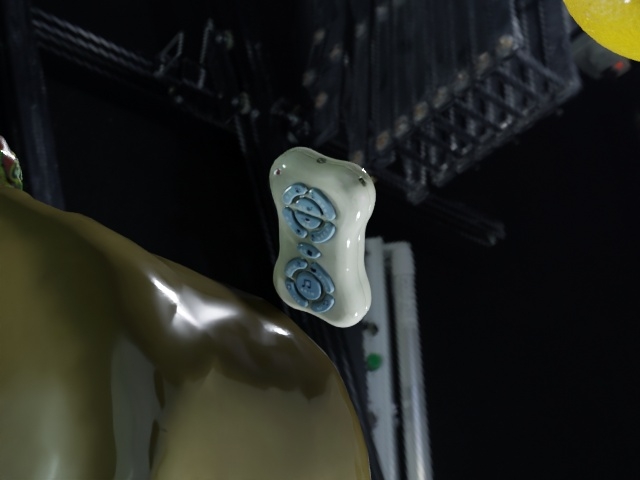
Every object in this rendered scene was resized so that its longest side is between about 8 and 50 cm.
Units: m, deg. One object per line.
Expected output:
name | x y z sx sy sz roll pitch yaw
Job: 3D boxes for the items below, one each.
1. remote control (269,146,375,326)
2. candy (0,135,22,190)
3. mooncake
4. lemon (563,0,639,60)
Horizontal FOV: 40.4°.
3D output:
remote control | 0.000 0.000 0.573 0.074 0.122 0.032 20 -142 29
candy | -0.337 -0.021 0.593 0.262 0.073 0.077 -12 -119 -6
mooncake | -0.175 0.207 0.461 0.262 0.467 0.467 29 -134 -49
lemon | 0.337 -0.270 0.862 0.187 0.187 0.244 9 -150 -40
